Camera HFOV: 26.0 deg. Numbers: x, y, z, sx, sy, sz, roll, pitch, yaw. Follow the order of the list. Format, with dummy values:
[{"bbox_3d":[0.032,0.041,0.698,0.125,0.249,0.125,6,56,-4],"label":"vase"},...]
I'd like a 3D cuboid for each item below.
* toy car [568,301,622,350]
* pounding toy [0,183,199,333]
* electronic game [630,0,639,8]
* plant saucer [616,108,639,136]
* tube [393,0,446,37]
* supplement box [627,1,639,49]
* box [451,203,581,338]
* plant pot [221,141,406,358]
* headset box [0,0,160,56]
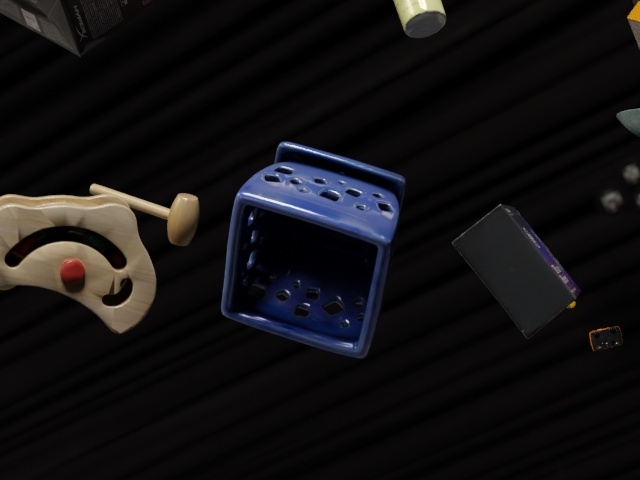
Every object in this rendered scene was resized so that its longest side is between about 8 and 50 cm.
[{"bbox_3d":[0.466,0.135,2.371,0.122,0.060,0.040,60,-10,-3],"label":"toy car"},{"bbox_3d":[-0.281,0.019,1.658,0.155,0.269,0.154,-139,-130,-72],"label":"pounding toy"},{"bbox_3d":[0.564,-0.341,2.186,0.229,0.048,0.229,51,3,-4],"label":"electronic game"},{"bbox_3d":[0.647,-0.209,2.570,0.195,0.195,0.037,20,75,-67],"label":"plant saucer"},{"bbox_3d":[0.115,-0.396,1.950,0.062,0.070,0.240,101,-22,-60],"label":"tube"},{"bbox_3d":[0.505,-0.308,2.072,0.062,0.036,0.098,26,-17,39],"label":"supplement box"},{"bbox_3d":[0.311,0.044,2.158,0.184,0.103,0.261,50,10,7],"label":"box"},{"bbox_3d":[0.000,0.000,2.055,0.212,0.236,0.236,-65,169,-52],"label":"plant pot"},{"bbox_3d":[-0.325,-0.423,2.051,0.218,0.293,0.110,31,-31,35],"label":"headset box"}]
